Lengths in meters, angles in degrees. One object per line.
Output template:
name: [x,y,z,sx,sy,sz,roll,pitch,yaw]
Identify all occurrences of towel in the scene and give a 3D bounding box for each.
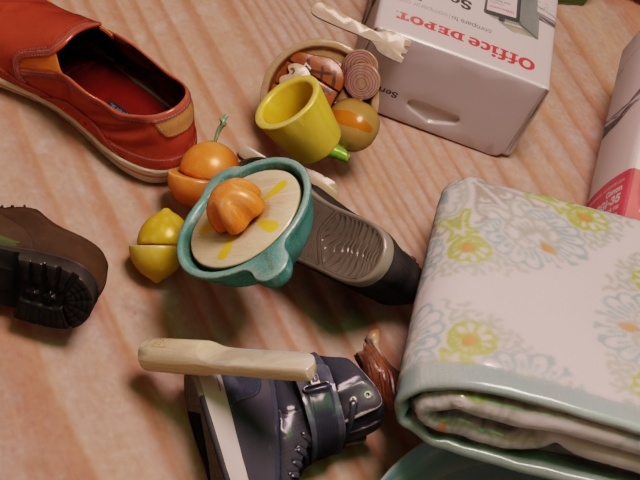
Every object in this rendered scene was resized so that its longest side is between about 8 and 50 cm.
towel: [0.269,0.092,1.022,0.374,0.090,0.320,16,35,4]

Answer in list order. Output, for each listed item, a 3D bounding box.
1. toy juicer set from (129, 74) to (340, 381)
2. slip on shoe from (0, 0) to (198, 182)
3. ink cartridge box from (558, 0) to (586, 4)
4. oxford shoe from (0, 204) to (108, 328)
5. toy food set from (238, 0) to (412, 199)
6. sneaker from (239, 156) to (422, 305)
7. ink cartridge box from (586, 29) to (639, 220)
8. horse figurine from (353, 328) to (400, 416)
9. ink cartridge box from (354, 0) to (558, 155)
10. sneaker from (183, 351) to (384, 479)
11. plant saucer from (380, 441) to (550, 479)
toy juicer set: [-0.095,-0.003,0.981,0.089,0.209,0.329,52,31,-37]
slip on shoe: [-0.256,-0.188,1.124,0.331,0.101,0.123,36,52,10]
ink cartridge box: [0.289,-0.415,1.524,0.109,0.062,0.209,-2,55,-22]
oxford shoe: [-0.296,0.003,0.991,0.227,0.083,0.096,23,31,-4]
toy food set: [0.003,-0.147,1.160,0.132,0.038,0.192,25,88,1]
sneaker: [0.000,0.000,1.105,0.222,0.118,0.083,33,88,35]
ink cartridge box: [0.423,-0.092,1.248,0.207,0.117,0.283,20,68,-5]
horse figurine: [0.154,0.129,1.063,0.263,0.066,0.174,-10,54,-28]
ink cartridge box: [0.163,-0.265,1.325,0.211,0.121,0.289,18,51,-6]
sneaker: [-0.012,0.192,0.938,0.163,0.086,0.226,-4,55,-20]
plant saucer: [0.173,0.302,0.931,0.317,0.044,0.318,5,55,-7]
